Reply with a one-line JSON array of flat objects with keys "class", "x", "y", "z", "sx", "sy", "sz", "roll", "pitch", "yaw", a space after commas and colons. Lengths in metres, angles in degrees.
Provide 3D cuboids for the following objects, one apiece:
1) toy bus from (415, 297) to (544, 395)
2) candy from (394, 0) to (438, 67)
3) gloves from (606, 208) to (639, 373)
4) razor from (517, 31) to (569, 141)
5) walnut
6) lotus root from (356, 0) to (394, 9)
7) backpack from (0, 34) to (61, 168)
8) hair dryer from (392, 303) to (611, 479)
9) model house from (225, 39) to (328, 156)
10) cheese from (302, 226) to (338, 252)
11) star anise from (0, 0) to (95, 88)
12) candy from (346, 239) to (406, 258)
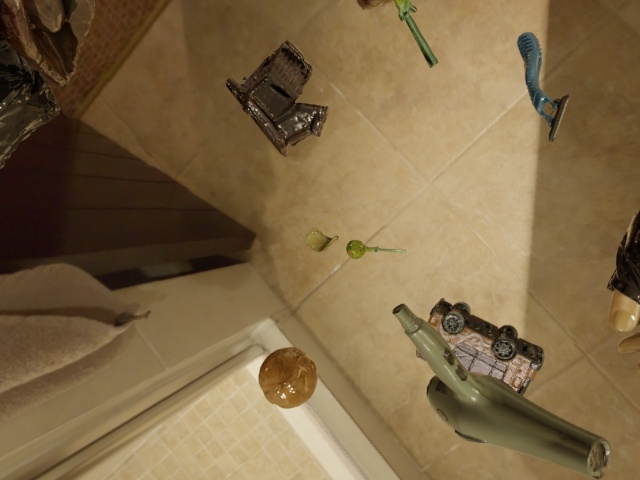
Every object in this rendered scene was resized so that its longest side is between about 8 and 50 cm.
[{"class": "toy bus", "x": 0.464, "y": 0.325, "z": 1.329, "sx": 0.323, "sy": 0.162, "sz": 0.194, "roll": 27, "pitch": 107, "yaw": 21}, {"class": "candy", "x": 0.168, "y": -0.451, "z": 0.883, "sx": 0.073, "sy": 0.077, "sz": 0.262, "roll": -43, "pitch": 67, "yaw": 54}, {"class": "gloves", "x": 0.381, "y": 0.050, "z": 0.477, "sx": 0.164, "sy": 0.124, "sz": 0.204, "roll": 2, "pitch": 94, "yaw": -17}, {"class": "razor", "x": 0.367, "y": -0.280, "z": 0.759, "sx": 0.042, "sy": 0.082, "sz": 0.253, "roll": 1, "pitch": 52, "yaw": 10}, {"class": "walnut", "x": -0.106, "y": 0.451, "z": 1.476, "sx": 0.195, "sy": 0.221, "sz": 0.195, "roll": -1, "pitch": 84, "yaw": 11}, {"class": "lotus root", "x": 0.171, "y": -0.777, "z": 1.297, "sx": 0.193, "sy": 0.291, "sz": 0.193, "roll": -3, "pitch": 115, "yaw": -7}, {"class": "backpack", "x": -0.320, "y": -0.111, "z": 0.392, "sx": 0.165, "sy": 0.106, "sz": 0.120, "roll": -30, "pitch": 82, "yaw": -8}, {"class": "hair dryer", "x": 0.196, "y": 0.173, "z": 0.495, "sx": 0.219, "sy": 0.225, "sz": 0.088, "roll": 20, "pitch": 60, "yaw": 43}, {"class": "model house", "x": -0.074, "y": -0.295, "z": 0.949, "sx": 0.164, "sy": 0.141, "sz": 0.203, "roll": -39, "pitch": 116, "yaw": 3}, {"class": "cheese", "x": -0.001, "y": 0.000, "z": 1.167, "sx": 0.084, "sy": 0.041, "sz": 0.060, "roll": 27, "pitch": 63, "yaw": 28}, {"class": "star anise", "x": -0.208, "y": -0.201, "z": 0.242, "sx": 0.109, "sy": 0.292, "sz": 0.349, "roll": 45, "pitch": 110, "yaw": 15}, {"class": "candy", "x": 0.177, "y": 0.030, "z": 1.423, "sx": 0.193, "sy": 0.058, "sz": 0.062, "roll": 2, "pitch": 94, "yaw": -3}]
